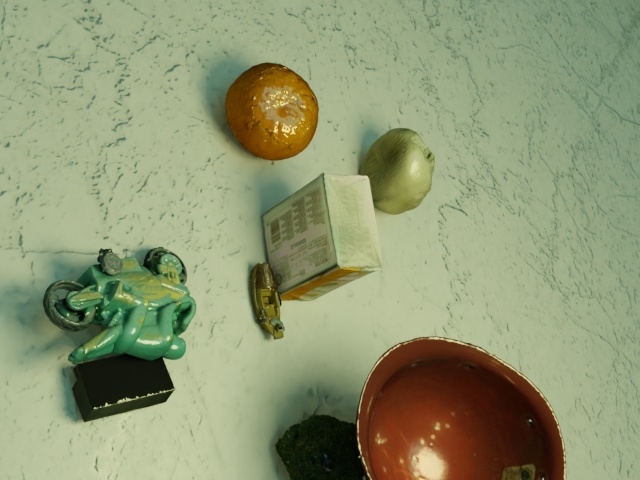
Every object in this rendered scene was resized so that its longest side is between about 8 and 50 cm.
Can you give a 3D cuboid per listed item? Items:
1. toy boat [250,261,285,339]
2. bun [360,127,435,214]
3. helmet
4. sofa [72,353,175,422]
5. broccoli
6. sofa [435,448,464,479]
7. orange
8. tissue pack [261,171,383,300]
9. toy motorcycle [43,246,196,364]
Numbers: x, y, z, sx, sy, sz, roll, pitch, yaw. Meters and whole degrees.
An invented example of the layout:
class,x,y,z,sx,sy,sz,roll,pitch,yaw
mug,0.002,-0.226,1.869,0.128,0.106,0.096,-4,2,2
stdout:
class,x,y,z,sx,sy,sz,roll,pitch,yaw
toy boat,-0.099,0.114,1.435,0.047,0.049,0.149,-3,74,-39
bun,0.181,-0.151,1.662,0.127,0.193,0.179,16,55,-27
helmet,0.199,0.362,1.307,0.385,0.230,0.337,39,65,0
sofa,-0.318,0.231,1.225,0.147,0.060,0.085,-8,60,-39
broccoli,0.001,0.378,1.352,0.162,0.138,0.146,-3,88,-4
sofa,0.233,0.433,1.544,0.225,0.175,0.210,44,45,-53
orange,-0.097,-0.252,1.515,0.193,0.161,0.194,5,80,-31
tissue pack,0.000,0.000,1.442,0.124,0.225,0.185,1,71,-36
toy motorcycle,-0.302,0.115,1.228,0.296,0.109,0.198,-14,69,-55
